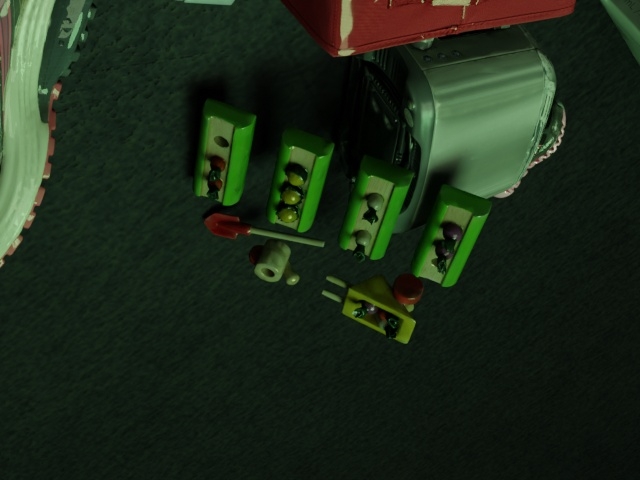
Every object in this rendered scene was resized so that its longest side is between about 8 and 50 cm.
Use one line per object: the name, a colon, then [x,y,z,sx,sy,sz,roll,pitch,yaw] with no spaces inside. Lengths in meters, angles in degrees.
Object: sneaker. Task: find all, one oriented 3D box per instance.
sneaker: [0.191,-0.094,1.171,0.057,0.047,0.119,20,120,-33]
sneaker: [-0.237,-0.105,0.799,0.112,0.121,0.299,9,110,-30]

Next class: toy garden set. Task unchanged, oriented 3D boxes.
toy garden set: [0.000,0.000,1.020,0.244,0.049,0.204,20,145,3]

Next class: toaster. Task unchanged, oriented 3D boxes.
toaster: [0.106,-0.104,1.027,0.146,0.129,0.227,-18,144,-20]

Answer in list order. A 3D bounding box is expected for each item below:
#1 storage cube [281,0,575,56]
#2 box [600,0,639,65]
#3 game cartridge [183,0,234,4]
storage cube: [0.053,-0.257,0.750,0.183,0.215,0.193,-14,134,-20]
box: [0.369,-0.172,1.080,0.119,0.181,0.182,-39,142,11]
game cartridge: [-0.073,-0.211,0.874,0.056,0.017,0.083,0,134,-29]
